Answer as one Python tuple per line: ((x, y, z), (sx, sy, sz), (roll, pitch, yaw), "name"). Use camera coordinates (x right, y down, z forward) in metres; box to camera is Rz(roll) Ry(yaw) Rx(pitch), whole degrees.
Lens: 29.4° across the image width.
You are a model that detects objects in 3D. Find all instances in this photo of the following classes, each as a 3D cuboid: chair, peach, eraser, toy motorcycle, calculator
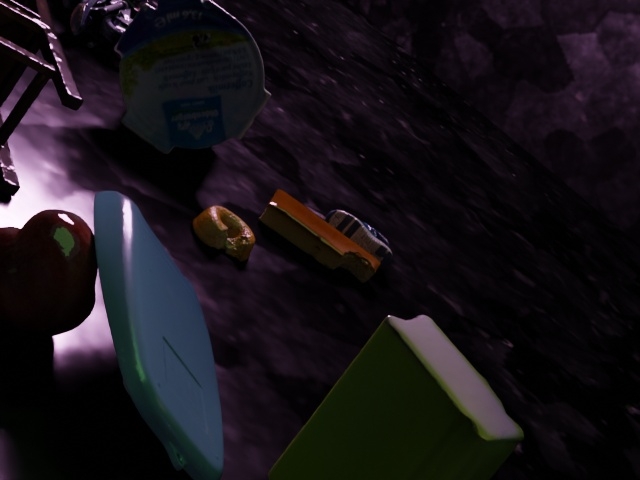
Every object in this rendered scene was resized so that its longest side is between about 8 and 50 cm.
((-0.517, -0.285, 1.735), (0.241, 0.203, 0.416), (24, 24, -36), "chair")
((-0.328, 0.042, 1.436), (0.152, 0.152, 0.152), (31, 22, -14), "peach")
((0.084, 0.253, 1.430), (0.092, 0.274, 0.210), (10, 34, -52), "eraser")
((-0.436, -0.466, 2.370), (0.173, 0.108, 0.307), (12, 32, -30), "toy motorcycle")
((-0.188, 0.118, 1.447), (0.386, 0.054, 0.256), (-105, 170, -47), "calculator")

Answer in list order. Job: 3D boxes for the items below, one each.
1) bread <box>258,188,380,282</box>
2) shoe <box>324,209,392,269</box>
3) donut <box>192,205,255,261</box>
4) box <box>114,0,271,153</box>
((0.000, 0.000, 2.134), (0.226, 0.049, 0.088), (36, 21, -4), "bread")
((0.072, -0.009, 2.243), (0.143, 0.064, 0.071), (37, 22, -6), "shoe")
((-0.152, -0.016, 1.950), (0.108, 0.043, 0.097), (26, 24, -36), "donut")
((-0.228, -0.309, 2.161), (0.206, 0.262, 0.291), (-82, 160, -83), "box")
